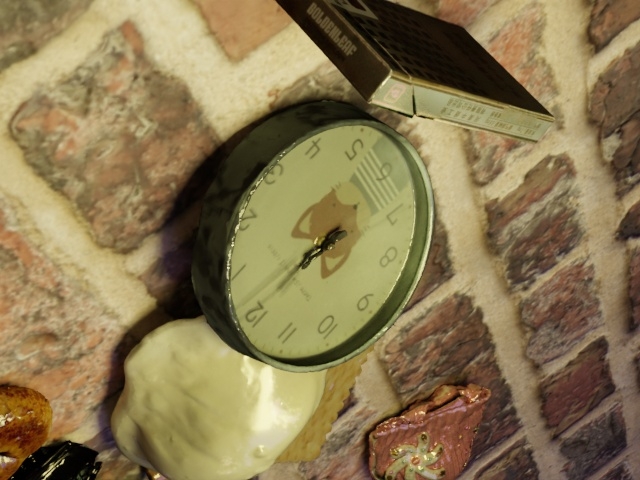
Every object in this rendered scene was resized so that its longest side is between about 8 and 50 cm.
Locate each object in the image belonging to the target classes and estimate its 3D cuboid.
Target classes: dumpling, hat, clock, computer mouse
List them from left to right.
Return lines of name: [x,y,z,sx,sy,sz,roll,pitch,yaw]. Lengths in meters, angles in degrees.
computer mouse: [-0.386,0.340,1.717,0.241,0.077,0.146,-28,149,-19]
dumpling: [-0.140,0.196,1.683,0.318,0.187,0.243,-33,137,8]
clock: [0.000,0.000,1.575,0.325,0.067,0.325,-17,118,-35]
hat: [0.186,0.381,2.347,0.236,0.107,0.286,-16,139,-17]

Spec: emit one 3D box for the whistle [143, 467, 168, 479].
whistle: [-0.148,0.288,1.924,0.220,0.057,0.107,-27,142,-13]

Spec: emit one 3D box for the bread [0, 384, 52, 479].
bread: [-0.406,0.240,1.585,0.193,0.064,0.193,-32,154,-18]

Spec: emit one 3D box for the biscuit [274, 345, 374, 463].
biscuit: [-0.017,0.171,1.865,0.217,0.044,0.325,8,113,-50]

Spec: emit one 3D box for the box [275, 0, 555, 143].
box: [0.109,-0.193,1.451,0.325,0.180,0.047,6,128,-51]
